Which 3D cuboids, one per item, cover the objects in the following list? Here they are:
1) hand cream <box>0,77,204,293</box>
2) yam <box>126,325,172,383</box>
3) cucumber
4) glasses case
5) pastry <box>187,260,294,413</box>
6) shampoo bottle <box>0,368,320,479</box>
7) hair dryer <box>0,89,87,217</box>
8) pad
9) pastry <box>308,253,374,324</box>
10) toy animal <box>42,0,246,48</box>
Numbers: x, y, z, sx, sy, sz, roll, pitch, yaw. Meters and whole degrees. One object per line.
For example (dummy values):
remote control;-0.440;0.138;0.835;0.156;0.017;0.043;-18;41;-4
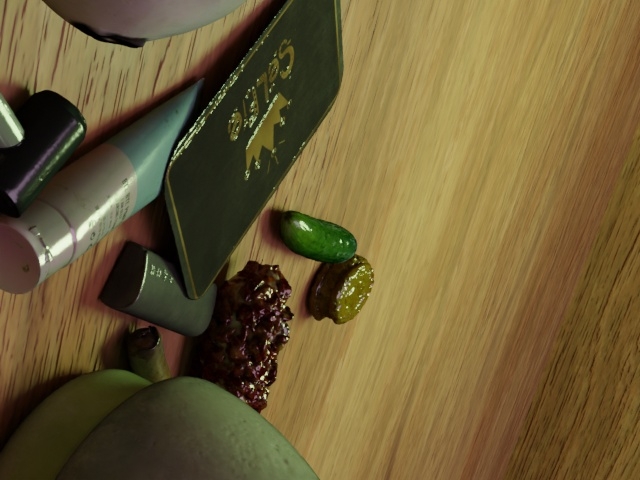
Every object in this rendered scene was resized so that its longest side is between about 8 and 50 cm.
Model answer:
hand cream;-0.194;-0.055;1.189;0.312;0.070;0.111;-46;152;-55
yam;-0.185;0.183;1.470;0.046;0.046;0.264;-50;154;-31
cucumber;0.000;0.000;1.672;0.056;0.056;0.250;-65;156;3
glasses case;-0.167;0.056;1.382;0.072;0.042;0.190;-70;159;-6
pastry;-0.097;0.127;1.531;0.097;0.115;0.208;-13;129;-48
shampoo bottle;-0.157;0.301;1.299;0.322;0.317;0.322;-51;158;-31
hair dryer;-0.252;-0.110;0.996;0.100;0.057;0.197;-57;152;-22
pad;-0.039;-0.138;1.375;0.375;0.063;0.315;-59;158;-30
pastry;0.030;0.069;1.811;0.109;0.057;0.097;-66;157;3
toy animal;-0.106;-0.271;0.933;0.266;0.213;0.212;-54;157;-40
